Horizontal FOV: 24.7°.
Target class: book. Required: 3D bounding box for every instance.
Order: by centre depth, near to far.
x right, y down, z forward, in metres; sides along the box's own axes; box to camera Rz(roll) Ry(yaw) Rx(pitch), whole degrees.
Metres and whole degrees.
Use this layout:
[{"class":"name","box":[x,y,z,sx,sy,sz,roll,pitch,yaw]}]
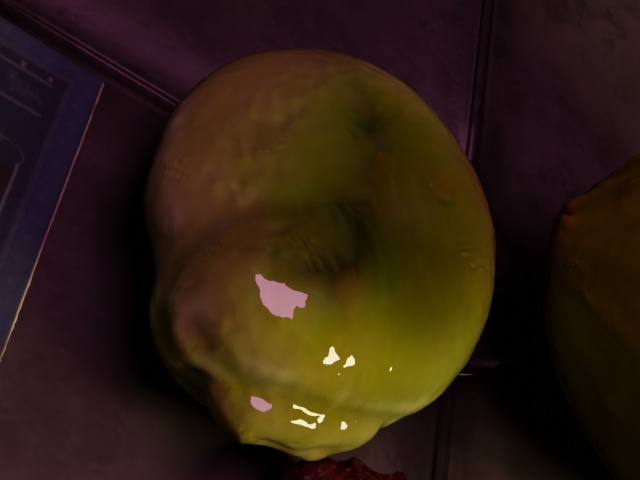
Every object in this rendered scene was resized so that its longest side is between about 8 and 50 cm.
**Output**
[{"class":"book","box":[-0.231,-0.035,0.762,0.191,0.025,0.269,32,47,-22]}]

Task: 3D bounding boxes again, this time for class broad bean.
[{"class":"broad bean","box":[0.000,0.000,0.874,0.238,0.119,0.291,48,43,-5]}]

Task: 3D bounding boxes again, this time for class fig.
[{"class":"fig","box":[0.310,0.066,0.977,0.343,0.343,0.343,22,52,-30]}]

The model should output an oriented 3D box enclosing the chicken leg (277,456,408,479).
[{"class":"chicken leg","box":[0.071,0.240,0.764,0.322,0.083,0.177,46,38,21]}]
